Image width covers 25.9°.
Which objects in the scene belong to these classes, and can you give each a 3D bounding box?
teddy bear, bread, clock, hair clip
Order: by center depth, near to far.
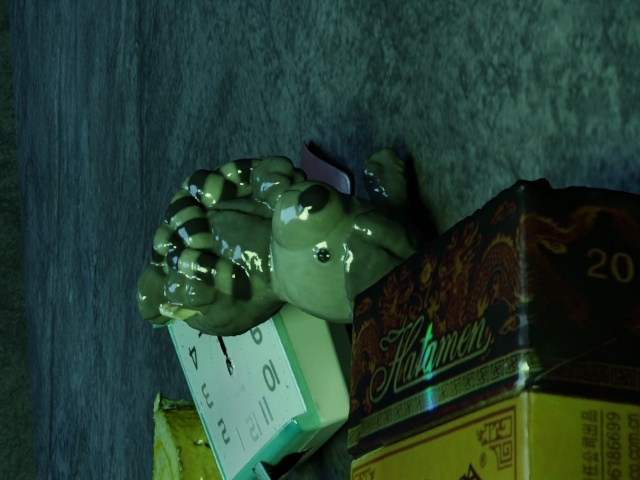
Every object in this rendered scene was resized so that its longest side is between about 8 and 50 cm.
[{"bbox_3d":[-0.009,-0.009,1.106,0.144,0.251,0.171,57,-144,-44],"label":"teddy bear"},{"bbox_3d":[-0.003,-0.056,1.320,0.137,0.022,0.054,-134,51,-62],"label":"hair clip"},{"bbox_3d":[-0.052,0.104,1.321,0.231,0.116,0.262,68,154,18],"label":"clock"},{"bbox_3d":[-0.124,0.283,1.514,0.186,0.124,0.257,-113,29,-60],"label":"bread"}]

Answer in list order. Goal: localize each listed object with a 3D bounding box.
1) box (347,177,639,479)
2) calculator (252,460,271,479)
[{"bbox_3d":[0.108,0.196,0.819,0.264,0.115,0.415,140,135,-65],"label":"box"},{"bbox_3d":[-0.021,0.273,1.265,0.057,0.018,0.172,45,162,56],"label":"calculator"}]
